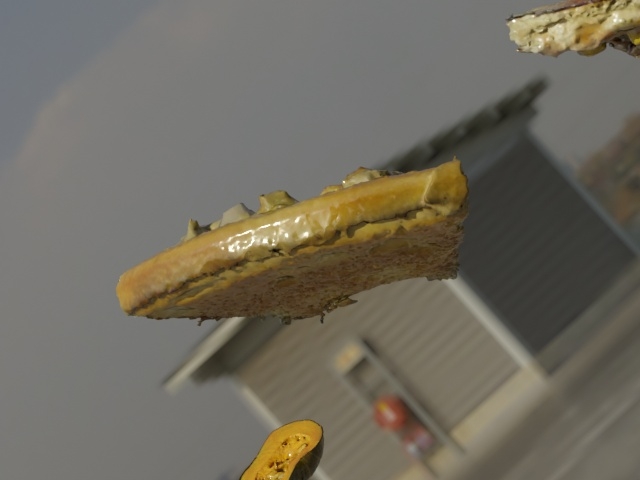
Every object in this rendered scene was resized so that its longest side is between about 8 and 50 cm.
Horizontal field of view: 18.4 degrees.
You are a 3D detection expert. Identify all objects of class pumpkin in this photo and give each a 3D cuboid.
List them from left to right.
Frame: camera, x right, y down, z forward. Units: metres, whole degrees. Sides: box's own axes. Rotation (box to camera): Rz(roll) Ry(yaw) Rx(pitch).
[{"bbox_3d":[-0.026,0.163,1.403,0.050,0.028,0.083,4,37,44],"label":"pumpkin"}]

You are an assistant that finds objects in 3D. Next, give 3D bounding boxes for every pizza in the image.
[{"bbox_3d":[0.000,0.000,1.639,0.323,0.089,0.223,-18,-16,24],"label":"pizza"},{"bbox_3d":[0.226,-0.155,1.383,0.195,0.052,0.185,-10,5,-3],"label":"pizza"}]
